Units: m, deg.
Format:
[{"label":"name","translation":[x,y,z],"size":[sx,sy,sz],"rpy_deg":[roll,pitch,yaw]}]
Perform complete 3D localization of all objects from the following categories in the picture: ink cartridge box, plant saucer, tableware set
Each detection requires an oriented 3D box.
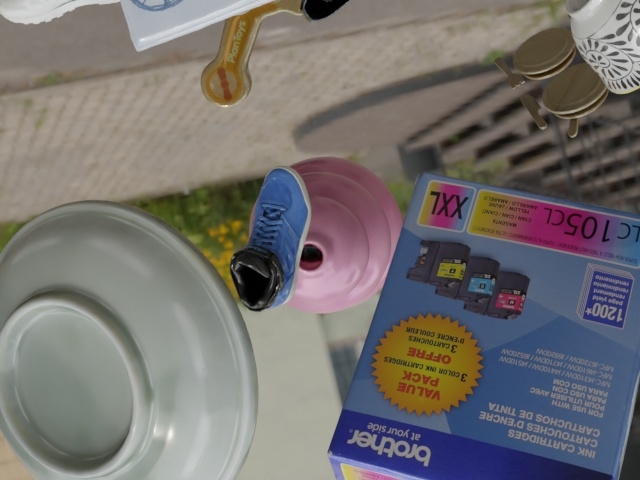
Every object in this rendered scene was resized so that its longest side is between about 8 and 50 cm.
[{"label":"ink cartridge box","translation":[0.176,0.151,1.248],"size":[0.270,0.395,0.151],"rpy_deg":[11,154,15]},{"label":"plant saucer","translation":[-0.264,0.157,1.427],"size":[0.401,0.400,0.100],"rpy_deg":[-16,-177,31]},{"label":"tableware set","translation":[0.311,-0.210,1.592],"size":[0.128,0.039,0.194],"rpy_deg":[-32,-144,8]}]

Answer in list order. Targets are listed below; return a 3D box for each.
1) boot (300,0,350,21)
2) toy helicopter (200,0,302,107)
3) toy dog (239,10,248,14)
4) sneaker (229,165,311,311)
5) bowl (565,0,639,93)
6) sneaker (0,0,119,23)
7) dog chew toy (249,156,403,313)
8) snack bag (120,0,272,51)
[{"label":"boot","translation":[0.062,-0.332,1.450],"size":[0.219,0.106,0.082],"rpy_deg":[-28,128,32]},{"label":"toy helicopter","translation":[-0.131,-0.390,2.006],"size":[0.235,0.355,0.140],"rpy_deg":[19,-165,3]},{"label":"toy dog","translation":[-0.119,-0.452,1.636],"size":[0.220,0.161,0.333],"rpy_deg":[8,147,20]},{"label":"sneaker","translation":[-0.054,0.000,1.295],"size":[0.058,0.152,0.084],"rpy_deg":[13,-167,19]},{"label":"bowl","translation":[0.287,-0.233,1.185],"size":[0.080,0.170,0.170],"rpy_deg":[23,164,-16]},{"label":"sneaker","translation":[-0.401,-0.397,1.884],"size":[0.235,0.090,0.095],"rpy_deg":[-13,160,20]},{"label":"dog chew toy","translation":[0.000,0.000,1.572],"size":[0.207,0.206,0.332],"rpy_deg":[-14,-175,6]},{"label":"snack bag","translation":[-0.123,-0.419,1.364],"size":[0.323,0.342,0.037],"rpy_deg":[-19,-174,15]}]
